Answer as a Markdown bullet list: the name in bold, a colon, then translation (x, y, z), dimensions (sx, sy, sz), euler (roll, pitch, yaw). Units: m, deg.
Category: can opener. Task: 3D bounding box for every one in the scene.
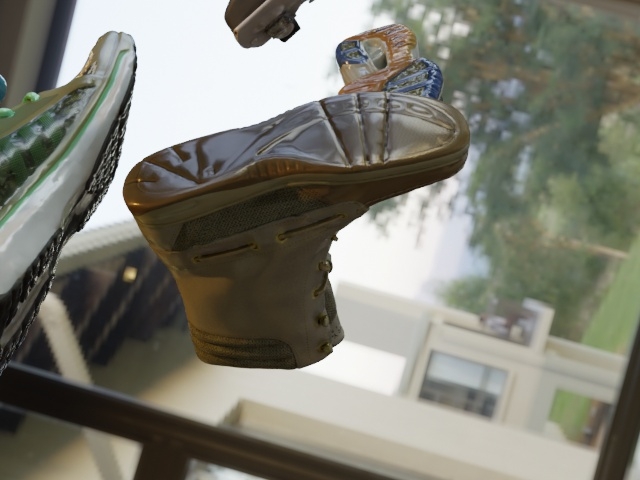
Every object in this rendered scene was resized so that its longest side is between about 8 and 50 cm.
- **can opener**: translation (0.004, -0.312, 1.530), dimensions (0.280, 0.093, 0.074), euler (-37, -16, 16)

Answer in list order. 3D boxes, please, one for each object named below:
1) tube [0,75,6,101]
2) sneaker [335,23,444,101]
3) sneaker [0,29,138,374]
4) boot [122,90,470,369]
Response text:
- **tube**: translation (-0.443, -0.222, 1.674), dimensions (0.207, 0.080, 0.052), euler (59, -143, -68)
- **sneaker**: translation (0.079, -0.116, 1.397), dimensions (0.296, 0.112, 0.131), euler (-84, -21, -64)
- **sneaker**: translation (-0.291, -0.070, 1.252), dimensions (0.158, 0.182, 0.410), euler (116, 177, -48)
- **boot**: translation (0.000, 0.000, 0.884), dimensions (0.077, 0.213, 0.165), euler (-96, -9, -50)
